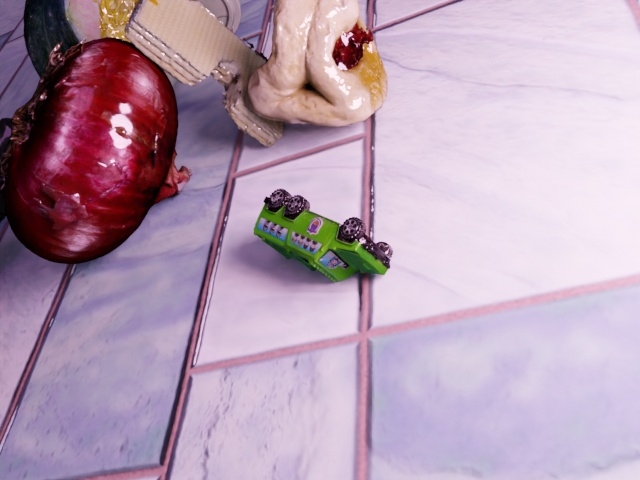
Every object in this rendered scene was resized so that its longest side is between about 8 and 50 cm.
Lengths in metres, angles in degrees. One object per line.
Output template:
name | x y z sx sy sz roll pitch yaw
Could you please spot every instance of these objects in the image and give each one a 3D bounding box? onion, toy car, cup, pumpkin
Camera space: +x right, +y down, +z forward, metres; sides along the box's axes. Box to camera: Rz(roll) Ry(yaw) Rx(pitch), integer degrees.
onion | -0.287 -0.106 0.876 0.314 0.232 0.313 -50 25 34
toy car | 0.000 0.000 0.706 0.165 0.071 0.062 24 80 44
cup | -0.197 -0.435 1.226 0.120 0.120 0.141 -18 30 17
pumpkin | -0.394 -0.353 1.152 0.197 0.263 0.292 -16 43 28

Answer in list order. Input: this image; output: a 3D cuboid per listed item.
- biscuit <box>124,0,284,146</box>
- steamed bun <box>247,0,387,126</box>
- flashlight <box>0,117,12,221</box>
biscuit | -0.142 -0.240 0.897 0.046 0.250 0.147 -32 38 31
steamed bun | -0.003 -0.241 0.839 0.172 0.155 0.140 11 38 17
flashlight | -0.561 0.003 0.983 0.424 0.103 0.103 -51 43 -6
